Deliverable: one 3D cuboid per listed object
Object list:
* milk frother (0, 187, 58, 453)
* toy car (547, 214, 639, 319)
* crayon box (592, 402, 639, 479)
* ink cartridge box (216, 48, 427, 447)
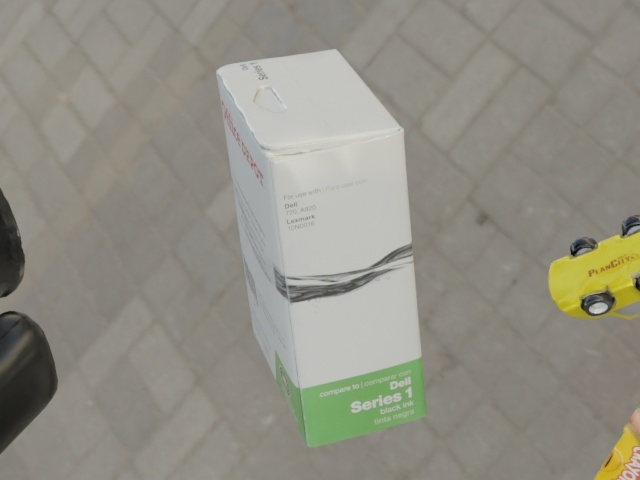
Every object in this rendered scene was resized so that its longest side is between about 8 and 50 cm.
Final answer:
[{"bbox_3d":[-0.140,0.001,0.308,0.129,0.143,0.135,15,47,40],"label":"milk frother"},{"bbox_3d":[0.306,-0.020,1.024,0.239,0.053,0.225,8,64,39],"label":"toy car"},{"bbox_3d":[0.251,0.214,0.939,0.165,0.278,0.081,28,126,17],"label":"crayon box"},{"bbox_3d":[0.000,0.000,0.946,0.093,0.219,0.160,-12,30,-11],"label":"ink cartridge box"}]
